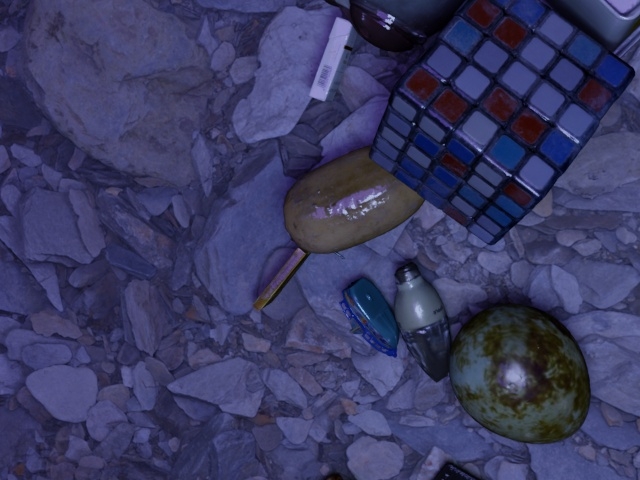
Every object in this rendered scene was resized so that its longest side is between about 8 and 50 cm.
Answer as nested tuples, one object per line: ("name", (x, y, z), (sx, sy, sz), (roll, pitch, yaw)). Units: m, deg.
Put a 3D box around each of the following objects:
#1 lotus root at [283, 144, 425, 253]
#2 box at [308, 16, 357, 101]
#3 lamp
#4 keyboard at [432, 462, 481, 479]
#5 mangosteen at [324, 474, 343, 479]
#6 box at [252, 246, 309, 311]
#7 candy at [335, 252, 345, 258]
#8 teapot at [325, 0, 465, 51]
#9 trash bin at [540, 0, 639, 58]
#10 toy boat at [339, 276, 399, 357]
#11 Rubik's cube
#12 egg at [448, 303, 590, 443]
("lotus root", (0.087, -0.089, 1.571), (0.342, 0.151, 0.169), (-24, 90, 11))
("box", (0.027, -0.342, 1.580), (0.040, 0.084, 0.154), (22, 103, 10))
("lamp", (0.200, 0.161, 1.614), (0.101, 0.101, 0.250), (-17, 102, 14))
("keyboard", (0.261, 0.533, 1.686), (0.103, 0.041, 0.381), (29, 104, 7))
("mangosteen", (0.036, 0.573, 1.703), (0.181, 0.156, 0.146), (-6, 126, 42))
("box", (-0.073, 0.073, 1.665), (0.022, 0.089, 0.156), (40, 103, 7))
("candy", (0.000, 0.000, 1.670), (0.123, 0.035, 0.035), (40, 108, -4))
("teapot", (0.139, -0.501, 1.456), (0.315, 0.233, 0.312), (37, 99, 30))
("trash bin", (0.453, -0.462, 1.320), (0.256, 0.367, 0.296), (-43, 87, 16))
("toy boat", (0.095, 0.165, 1.656), (0.175, 0.091, 0.110), (54, 140, -1))
("Rubik's cube", (0.288, -0.211, 1.393), (0.293, 0.287, 0.292), (39, 74, 6))
("egg", (0.372, 0.248, 1.520), (0.289, 0.238, 0.238), (38, 105, -16))
